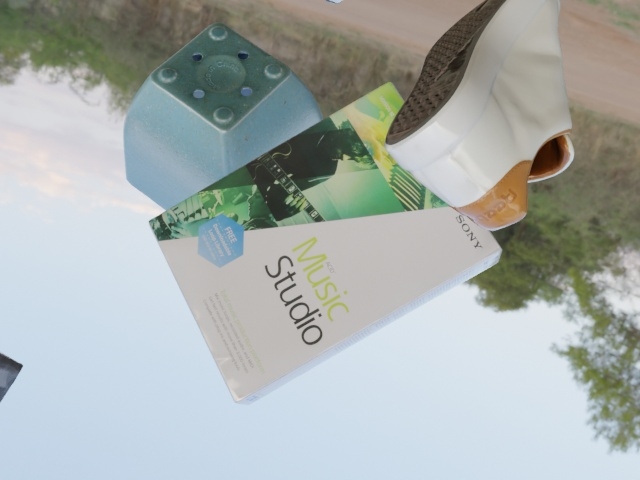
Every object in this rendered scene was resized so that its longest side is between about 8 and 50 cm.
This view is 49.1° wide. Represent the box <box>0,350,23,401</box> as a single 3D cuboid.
[{"bbox_3d":[-0.466,0.161,0.648,0.076,0.243,0.307,18,159,30],"label":"box"}]

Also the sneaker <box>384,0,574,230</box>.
[{"bbox_3d":[0.147,-0.116,0.558,0.123,0.106,0.290,44,-130,-14],"label":"sneaker"}]

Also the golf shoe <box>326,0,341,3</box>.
[{"bbox_3d":[0.052,-0.460,1.127,0.094,0.198,0.077,41,-125,22],"label":"golf shoe"}]

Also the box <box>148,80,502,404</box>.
[{"bbox_3d":[0.000,0.000,0.771,0.232,0.321,0.058,60,179,17],"label":"box"}]

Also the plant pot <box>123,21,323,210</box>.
[{"bbox_3d":[-0.146,-0.171,1.062,0.247,0.247,0.252,36,156,14],"label":"plant pot"}]
